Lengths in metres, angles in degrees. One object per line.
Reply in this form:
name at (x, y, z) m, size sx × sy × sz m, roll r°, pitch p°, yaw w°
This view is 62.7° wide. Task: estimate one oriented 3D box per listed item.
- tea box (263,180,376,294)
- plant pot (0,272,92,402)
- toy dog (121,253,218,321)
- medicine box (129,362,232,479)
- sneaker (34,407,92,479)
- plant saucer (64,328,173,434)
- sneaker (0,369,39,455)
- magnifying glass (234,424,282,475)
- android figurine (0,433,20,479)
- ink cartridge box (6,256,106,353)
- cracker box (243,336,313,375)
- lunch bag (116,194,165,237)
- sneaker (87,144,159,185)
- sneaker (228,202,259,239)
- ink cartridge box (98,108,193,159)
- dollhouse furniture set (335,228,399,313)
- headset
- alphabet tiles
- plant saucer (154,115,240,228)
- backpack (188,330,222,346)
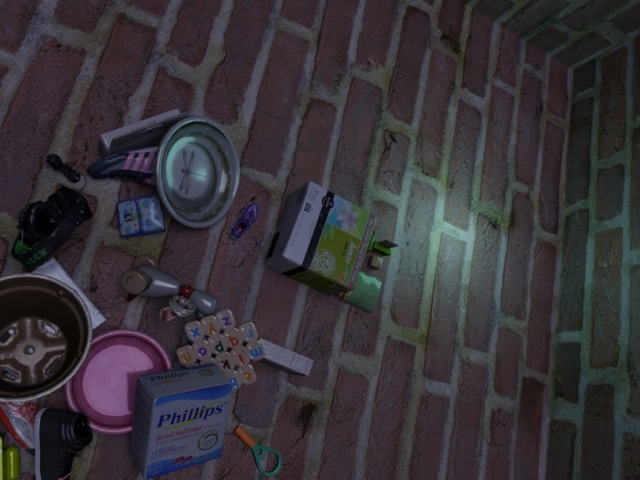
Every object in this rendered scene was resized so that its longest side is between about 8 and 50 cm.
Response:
tea box at (0.000, 0.000, 2.081) m, size 0.323 × 0.220 × 0.329 m, roll 26°, pitch 69°, yaw -20°
plant pot at (-0.827, 0.290, 1.480) m, size 0.333 × 0.305 × 0.334 m, roll 8°, pitch 69°, yaw -22°
toy dog at (-0.537, 0.194, 1.802) m, size 0.333 × 0.161 × 0.220 m, roll 34°, pitch 21°, yaw 14°
medicine box at (-0.449, 0.570, 1.690) m, size 0.263 × 0.149 × 0.290 m, roll -1°, pitch 110°, yaw -38°
sneaker at (-0.764, 0.649, 1.583) m, size 0.146 × 0.104 × 0.296 m, roll -5°, pitch 93°, yaw 10°
plant saucer at (-0.660, 0.460, 1.733) m, size 0.331 × 0.084 × 0.333 m, roll 6°, pitch 76°, yaw -25°
sneaker at (-0.887, 0.512, 1.604) m, size 0.145 × 0.090 × 0.270 m, roll -38°, pitch 95°, yaw -25°
magnifying glass at (-0.229, 0.764, 1.918) m, size 0.231 × 0.026 × 0.092 m, roll 49°, pitch 63°, yaw -9°
android figurine at (-1.016, 0.662, 1.528) m, size 0.248 × 0.056 × 0.273 m, roll -4°, pitch 82°, yaw -27°
ink cartridge box at (-0.876, 0.232, 1.686) m, size 0.239 × 0.060 × 0.275 m, roll -41°, pitch 98°, yaw -28°
cracker box at (-0.161, 0.431, 1.947) m, size 0.232 × 0.155 × 0.067 m, roll 28°, pitch 68°, yaw -19°
lunch bag at (-0.634, -0.084, 1.858) m, size 0.151 × 0.096 × 0.129 m, roll -9°, pitch 86°, yaw -13°
sneaker at (-0.650, -0.249, 1.869) m, size 0.318 × 0.112 × 0.131 m, roll -20°, pitch 86°, yaw -27°
sneaker at (-0.285, -0.074, 2.038) m, size 0.068 × 0.071 × 0.170 m, roll 36°, pitch 65°, yaw -16°
ink cartridge box at (-0.613, -0.386, 1.832) m, size 0.296 × 0.261 × 0.066 m, roll -30°, pitch 93°, yaw -29°
dollhouse furniture set at (0.206, 0.129, 2.196) m, size 0.197 × 0.151 × 0.302 m, roll 24°, pitch 70°, yaw -20°
headset at (-0.861, -0.102, 1.671) m, size 0.185 × 0.243 × 0.394 m, roll 51°, pitch 28°, yaw -37°
alphabet tiles at (-0.342, 0.387, 1.813) m, size 0.283 × 0.021 × 0.278 m, roll -21°, pitch 97°, yaw -1°
plant saucer at (-0.462, -0.247, 1.916) m, size 0.400 × 0.100 × 0.401 m, roll -14°, pitch 108°, yaw -54°
backpack at (-0.411, 0.353, 1.875) m, size 0.120 × 0.098 × 0.101 m, roll -10°, pitch 80°, yaw -16°
